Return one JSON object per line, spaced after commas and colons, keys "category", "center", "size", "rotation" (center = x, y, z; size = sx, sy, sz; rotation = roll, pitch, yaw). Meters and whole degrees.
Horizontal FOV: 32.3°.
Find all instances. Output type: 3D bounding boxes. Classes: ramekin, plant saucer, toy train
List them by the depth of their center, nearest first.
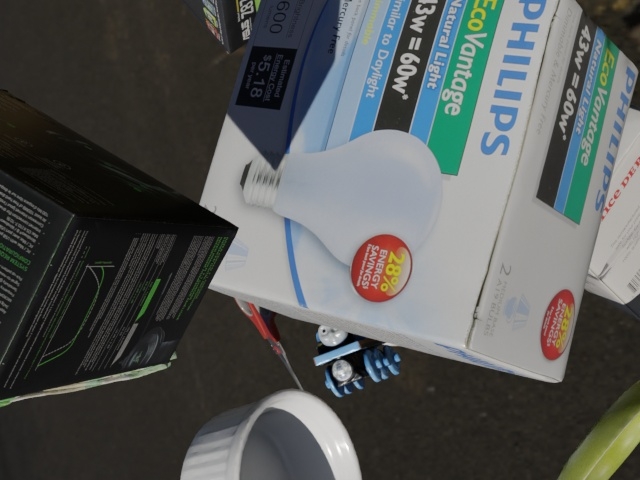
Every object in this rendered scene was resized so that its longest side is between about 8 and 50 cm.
{"category": "toy train", "center": [0.043, 0.138, 1.423], "size": [0.105, 0.080, 0.184], "rotation": [68, -164, 8]}
{"category": "plant saucer", "center": [0.377, 0.262, 1.437], "size": [0.037, 0.241, 0.241], "rotation": [40, 132, 25]}
{"category": "ramekin", "center": [-0.073, 0.360, 1.586], "size": [0.135, 0.277, 0.277], "rotation": [-17, 73, 36]}

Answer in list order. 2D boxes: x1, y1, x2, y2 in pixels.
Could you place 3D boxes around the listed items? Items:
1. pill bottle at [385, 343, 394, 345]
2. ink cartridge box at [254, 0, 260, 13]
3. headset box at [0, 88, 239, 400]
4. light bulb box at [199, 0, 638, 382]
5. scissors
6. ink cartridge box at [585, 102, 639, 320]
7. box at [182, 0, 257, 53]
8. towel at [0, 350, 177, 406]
{"category": "pill bottle", "center": [0.150, 0.087, 1.741], "size": [0.278, 0.162, 0.162], "rotation": [16, -112, -69]}
{"category": "ink cartridge box", "center": [0.025, -0.328, 1.618], "size": [0.255, 0.097, 0.188], "rotation": [34, 155, 23]}
{"category": "headset box", "center": [-0.226, -0.016, 0.788], "size": [0.131, 0.246, 0.283], "rotation": [-62, -14, 8]}
{"category": "light bulb box", "center": [0.094, -0.070, 1.171], "size": [0.361, 0.225, 0.357], "rotation": [11, 83, 36]}
{"category": "scissors", "center": [-0.085, 0.169, 1.912], "size": [0.109, 0.021, 0.297], "rotation": [21, 144, 38]}
{"category": "ink cartridge box", "center": [0.406, -0.044, 1.512], "size": [0.117, 0.283, 0.207], "rotation": [33, 88, 44]}
{"category": "box", "center": [-0.218, -0.506, 1.728], "size": [0.318, 0.097, 0.395], "rotation": [51, 170, 11]}
{"category": "towel", "center": [-0.375, 0.111, 1.397], "size": [0.248, 0.325, 0.038], "rotation": [48, 137, 42]}
